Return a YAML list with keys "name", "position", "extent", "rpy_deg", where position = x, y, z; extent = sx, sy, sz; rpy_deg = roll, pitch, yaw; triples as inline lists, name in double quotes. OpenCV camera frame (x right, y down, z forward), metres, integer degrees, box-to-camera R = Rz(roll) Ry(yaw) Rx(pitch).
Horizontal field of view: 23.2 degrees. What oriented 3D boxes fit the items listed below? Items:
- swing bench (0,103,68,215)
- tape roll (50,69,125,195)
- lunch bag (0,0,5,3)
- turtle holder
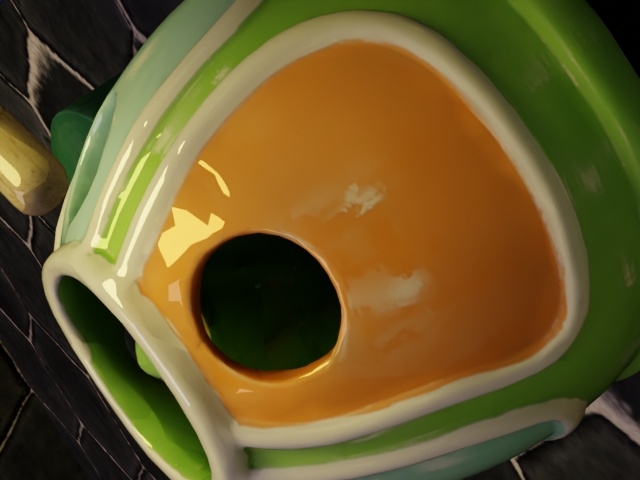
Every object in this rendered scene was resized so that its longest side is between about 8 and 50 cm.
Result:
- name: "swing bench"
  position: [-0.082, -0.173, 0.539]
  extent: [0.255, 0.253, 0.165]
  rpy_deg: [32, 151, 46]
- name: "tape roll"
  position: [-0.069, 0.025, 1.110]
  extent: [0.321, 0.077, 0.321]
  rpy_deg: [47, 160, 23]
- name: "lunch bag"
  position: [-0.313, -0.224, 0.799]
  extent: [0.328, 0.385, 0.239]
  rpy_deg: [56, 160, -8]
- name: "turtle holder"
  position: [-0.004, -0.014, 0.662]
  extent: [0.320, 0.227, 0.243]
  rpy_deg: [25, 146, 54]
